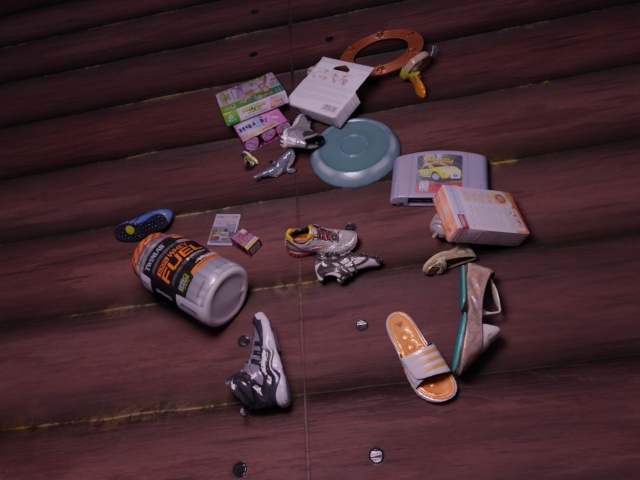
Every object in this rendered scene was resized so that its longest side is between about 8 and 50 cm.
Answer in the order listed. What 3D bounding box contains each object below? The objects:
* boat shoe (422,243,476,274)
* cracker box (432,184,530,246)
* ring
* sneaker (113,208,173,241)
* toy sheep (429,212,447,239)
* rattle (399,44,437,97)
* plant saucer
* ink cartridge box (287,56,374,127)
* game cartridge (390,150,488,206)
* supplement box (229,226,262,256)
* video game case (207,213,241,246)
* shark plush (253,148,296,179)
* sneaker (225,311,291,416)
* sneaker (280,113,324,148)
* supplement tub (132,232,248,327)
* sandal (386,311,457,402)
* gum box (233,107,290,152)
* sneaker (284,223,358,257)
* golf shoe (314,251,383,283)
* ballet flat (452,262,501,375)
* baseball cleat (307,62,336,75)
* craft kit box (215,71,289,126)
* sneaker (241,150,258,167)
[{"bbox_3d":[0.357,0.060,1.402,0.152,0.056,0.048,-21,49,-11],"label":"boat shoe"},{"bbox_3d":[0.445,-0.068,1.404,0.232,0.067,0.156,5,52,-19],"label":"cracker box"},{"bbox_3d":[0.232,-0.739,1.957,0.336,0.032,0.337,-12,45,13],"label":"ring"},{"bbox_3d":[-0.591,-0.054,1.700,0.209,0.069,0.082,-18,21,11],"label":"sneaker"},{"bbox_3d":[0.361,-0.044,1.454,0.091,0.091,0.132,28,48,28],"label":"toy sheep"},{"bbox_3d":[0.399,-0.626,1.859,0.142,0.130,0.199,42,46,21],"label":"rattle"},{"bbox_3d":[0.116,-0.314,1.723,0.317,0.044,0.318,-6,55,8],"label":"plant saucer"},{"bbox_3d":[0.038,-0.546,1.836,0.275,0.060,0.239,29,76,39],"label":"ink cartridge box"},{"bbox_3d":[0.371,-0.195,1.577,0.293,0.060,0.196,1,52,13],"label":"game cartridge"},{"bbox_3d":[-0.234,0.003,1.581,0.083,0.043,0.055,32,68,28],"label":"supplement box"},{"bbox_3d":[-0.314,-0.034,1.645,0.087,0.011,0.122,2,56,13],"label":"video game case"},{"bbox_3d":[-0.160,-0.258,1.729,0.161,0.067,0.073,-19,54,-1],"label":"shark plush"},{"bbox_3d":[-0.177,0.319,1.312,0.152,0.101,0.269,-18,56,-3],"label":"sneaker"},{"bbox_3d":[-0.041,-0.367,1.751,0.132,0.086,0.229,13,38,14],"label":"sneaker"},{"bbox_3d":[-0.380,0.102,1.454,0.315,0.194,0.194,23,64,26],"label":"supplement tub"},{"bbox_3d":[0.239,0.280,1.262,0.101,0.076,0.265,-27,55,-6],"label":"sandal"},{"bbox_3d":[-0.210,-0.412,1.850,0.188,0.062,0.107,-28,54,-7],"label":"gum box"},{"bbox_3d":[0.000,0.000,1.500,0.225,0.093,0.088,-5,54,8],"label":"sneaker"},{"bbox_3d":[0.081,0.079,1.450,0.198,0.077,0.094,1,87,0],"label":"golf shoe"},{"bbox_3d":[0.399,0.194,1.272,0.106,0.108,0.316,9,60,10],"label":"ballet flat"},{"bbox_3d":[0.042,-0.647,1.950,0.205,0.072,0.109,36,70,30],"label":"baseball cleat"},{"bbox_3d":[-0.265,-0.541,1.918,0.246,0.061,0.250,-25,37,-2],"label":"craft kit box"},{"bbox_3d":[-0.259,-0.289,1.796,0.083,0.031,0.035,34,69,30],"label":"sneaker"}]
